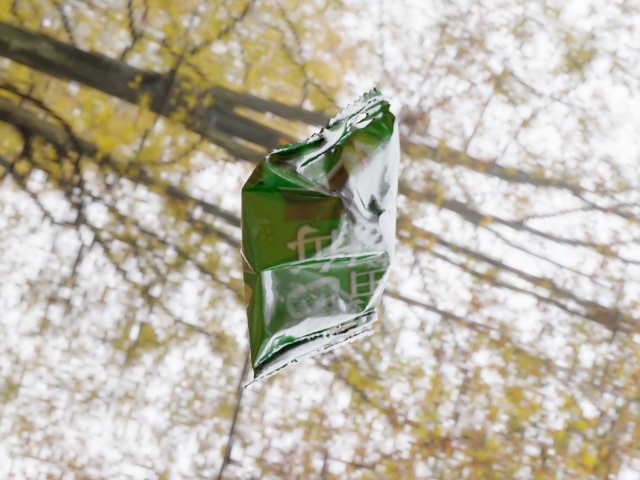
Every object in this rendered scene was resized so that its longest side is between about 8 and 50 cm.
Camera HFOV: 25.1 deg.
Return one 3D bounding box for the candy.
[{"bbox_3d":[-0.001,-0.002,1.028,0.078,0.141,0.203,33,-53,45],"label":"candy"}]
